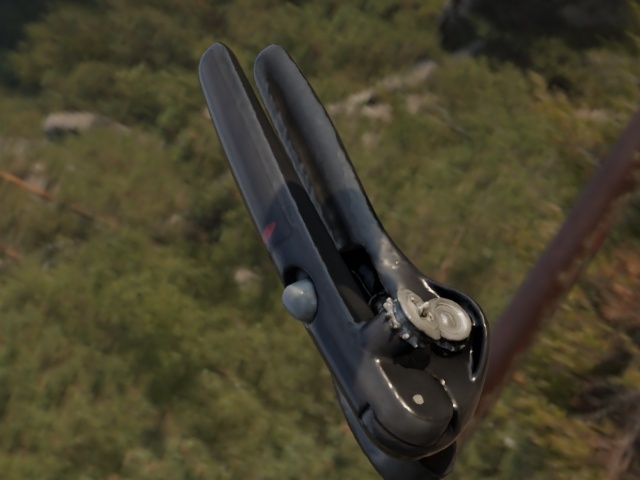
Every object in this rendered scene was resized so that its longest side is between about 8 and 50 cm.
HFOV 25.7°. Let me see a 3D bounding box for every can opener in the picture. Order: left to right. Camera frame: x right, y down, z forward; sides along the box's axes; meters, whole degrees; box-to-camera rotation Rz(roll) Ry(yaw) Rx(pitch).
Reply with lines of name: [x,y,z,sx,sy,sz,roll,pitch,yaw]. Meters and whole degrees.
can opener: [0.000,0.000,0.499,0.073,0.059,0.186,-46,61,37]
